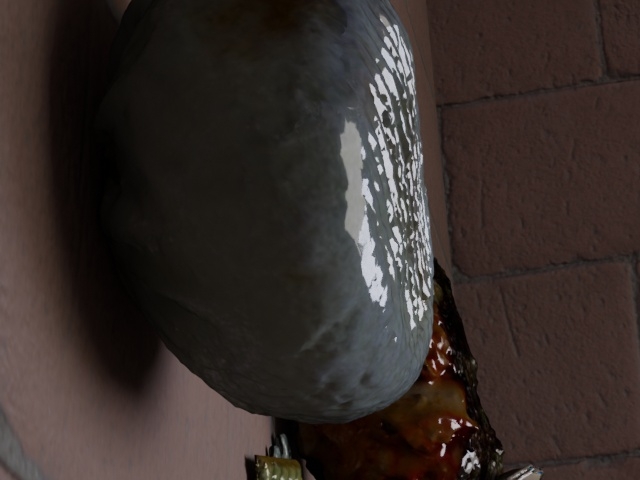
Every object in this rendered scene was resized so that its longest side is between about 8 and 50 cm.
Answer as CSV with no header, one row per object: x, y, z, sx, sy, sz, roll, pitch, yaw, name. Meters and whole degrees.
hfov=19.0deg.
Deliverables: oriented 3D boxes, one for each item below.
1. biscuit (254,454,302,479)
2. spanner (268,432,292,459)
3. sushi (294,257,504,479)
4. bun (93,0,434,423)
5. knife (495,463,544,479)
-0.028,0.304,1.660,0.139,0.016,0.232,33,52,-75,biscuit
-0.013,0.315,1.786,0.071,0.017,0.302,-78,158,-65,spanner
0.050,0.138,1.838,0.182,0.196,0.343,37,34,-56,sushi
-0.035,-0.041,1.295,0.362,0.211,0.362,-6,90,-84,bun
0.107,0.347,1.848,0.089,0.043,0.365,-19,145,-59,knife
